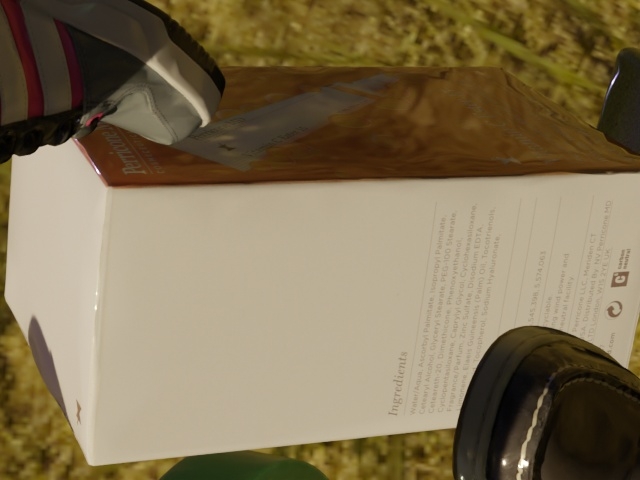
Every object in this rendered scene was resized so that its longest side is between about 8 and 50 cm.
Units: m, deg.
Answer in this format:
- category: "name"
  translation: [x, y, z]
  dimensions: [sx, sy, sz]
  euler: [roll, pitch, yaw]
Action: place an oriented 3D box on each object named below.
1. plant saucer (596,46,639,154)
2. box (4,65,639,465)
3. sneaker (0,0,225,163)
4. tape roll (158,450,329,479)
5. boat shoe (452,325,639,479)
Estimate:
- category: "plant saucer"
  translation: [0.289, -0.032, 1.151]
  dimensions: [0.188, 0.045, 0.188]
  euler: [17, 87, -2]
- category: "box"
  translation: [0.000, 0.000, 0.963]
  dimensions: [0.215, 0.345, 0.168]
  euler: [-135, 47, -57]
- category: "sneaker"
  translation: [-0.169, -0.047, 0.678]
  dimensions: [0.123, 0.295, 0.179]
  euler: [15, 85, 41]
- category: "tape roll"
  translation: [-0.075, 0.334, 1.283]
  dimensions: [0.077, 0.321, 0.321]
  euler: [6, 87, 27]
- category: "boat shoe"
  translation: [0.123, 0.094, 0.547]
  dimensions: [0.073, 0.223, 0.080]
  euler: [13, 72, 38]
